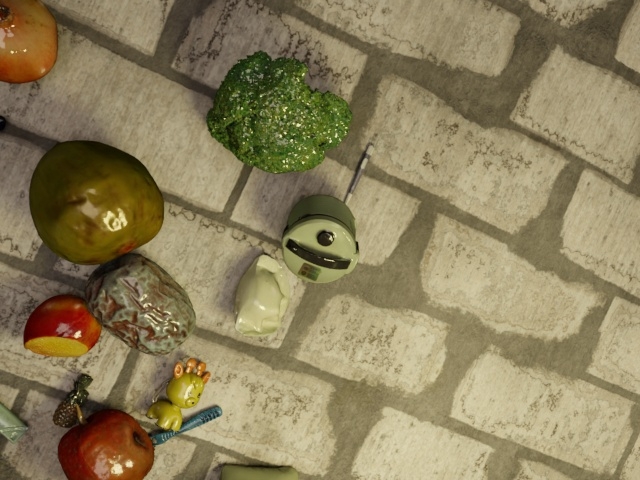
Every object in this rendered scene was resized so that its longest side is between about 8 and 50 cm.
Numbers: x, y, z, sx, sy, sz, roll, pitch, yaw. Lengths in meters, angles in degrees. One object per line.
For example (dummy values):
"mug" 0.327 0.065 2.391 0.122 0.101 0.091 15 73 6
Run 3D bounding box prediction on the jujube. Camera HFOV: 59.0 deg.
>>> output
"jujube" -0.500 0.186 1.595 0.226 0.226 0.317 -40 114 -4

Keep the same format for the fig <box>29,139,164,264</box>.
"fig" -0.600 -0.110 1.501 0.344 0.343 0.342 -1 97 -11

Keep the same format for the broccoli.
"broccoli" -0.121 -0.343 1.572 0.414 0.321 0.309 -3 89 6

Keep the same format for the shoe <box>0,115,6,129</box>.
"shoe" -0.937 -0.263 1.535 0.207 0.091 0.106 -43 124 -7

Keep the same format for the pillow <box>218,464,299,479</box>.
"pillow" -0.179 0.816 1.687 0.256 0.322 0.119 6 118 -11

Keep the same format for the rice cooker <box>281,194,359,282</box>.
"rice cooker" 0.000 0.000 1.642 0.226 0.244 0.225 0 117 1

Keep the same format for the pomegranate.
"pomegranate" -0.796 -0.526 1.429 0.252 0.270 0.228 19 85 -19

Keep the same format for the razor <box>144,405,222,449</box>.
"razor" -0.423 0.578 1.748 0.253 0.042 0.081 -22 99 -8

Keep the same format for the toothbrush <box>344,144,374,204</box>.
"toothbrush" 0.102 -0.166 1.765 0.024 0.026 0.287 25 91 -16

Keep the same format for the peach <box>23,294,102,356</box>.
"peach" -0.719 0.249 1.578 0.190 0.190 0.192 44 66 -12

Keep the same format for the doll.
"doll" -0.420 0.459 1.703 0.143 0.135 0.220 33 83 -44

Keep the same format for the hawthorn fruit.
"hawthorn fruit" -0.612 0.615 1.620 0.262 0.258 0.258 28 91 6

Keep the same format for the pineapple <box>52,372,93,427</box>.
"pineapple" -0.725 0.468 1.665 0.074 0.074 0.159 28 88 -13

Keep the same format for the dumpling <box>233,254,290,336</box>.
"dumpling" -0.169 0.176 1.720 0.180 0.131 0.251 21 71 -31

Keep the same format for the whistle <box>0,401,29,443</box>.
"whistle" -0.972 0.457 1.620 0.062 0.062 0.312 -41 102 -4
